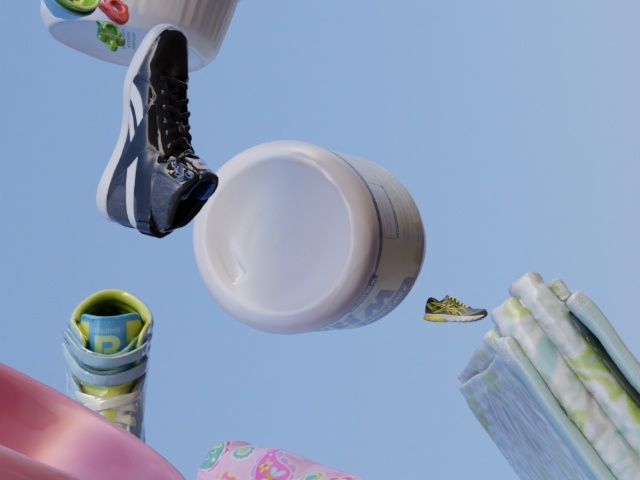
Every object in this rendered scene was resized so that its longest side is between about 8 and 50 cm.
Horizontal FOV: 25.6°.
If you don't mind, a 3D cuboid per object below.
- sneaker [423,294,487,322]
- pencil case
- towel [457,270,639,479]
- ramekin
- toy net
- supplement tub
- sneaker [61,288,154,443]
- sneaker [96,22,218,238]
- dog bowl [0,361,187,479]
[{"bbox_3d":[0.170,0.086,1.781,0.031,0.083,0.035,13,-104,-72],"label":"sneaker"},{"bbox_3d":[-0.034,0.302,1.578,0.124,0.284,0.124,-3,-85,-34],"label":"pencil case"},{"bbox_3d":[0.244,0.204,1.052,0.090,0.374,0.320,-34,-11,-6],"label":"towel"},{"bbox_3d":[-0.239,-0.311,1.836,0.273,0.273,0.127,25,-107,-61],"label":"ramekin"},{"bbox_3d":[-0.269,-0.327,1.642,0.122,0.045,0.232,22,-137,-30],"label":"toy net"},{"bbox_3d":[0.000,0.000,1.808,0.325,0.236,0.235,5,-90,-71],"label":"supplement tub"},{"bbox_3d":[-0.262,0.202,1.701,0.208,0.127,0.319,105,159,-53],"label":"sneaker"},{"bbox_3d":[-0.146,-0.108,1.454,0.079,0.121,0.216,4,-76,-57],"label":"sneaker"},{"bbox_3d":[-0.269,0.175,1.009,0.150,0.408,0.408,-63,-30,-3],"label":"dog bowl"}]
